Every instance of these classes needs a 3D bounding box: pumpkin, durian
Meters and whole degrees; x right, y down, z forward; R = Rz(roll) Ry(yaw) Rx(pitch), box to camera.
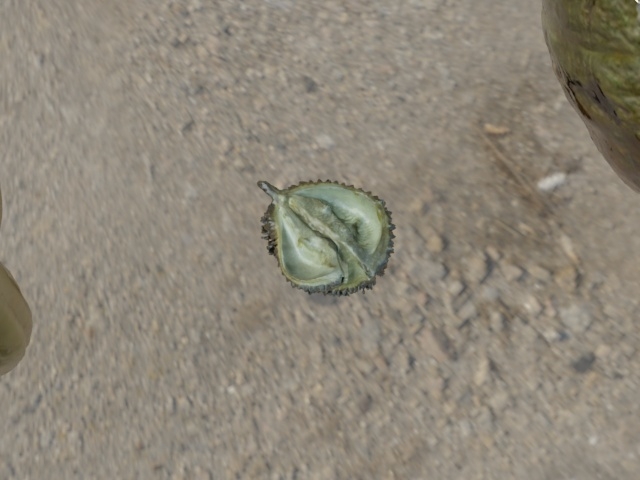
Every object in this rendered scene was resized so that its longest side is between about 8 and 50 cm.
[{"bbox_3d":[0.196,-0.083,0.859,0.169,0.312,0.148,-4,132,-41],"label":"pumpkin"},{"bbox_3d":[-0.002,0.002,1.239,0.110,0.140,0.071,-38,152,-28],"label":"durian"}]

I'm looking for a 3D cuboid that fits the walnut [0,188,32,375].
[{"bbox_3d":[-0.375,-0.012,0.871,0.384,0.383,0.383,-3,103,-12],"label":"walnut"}]
